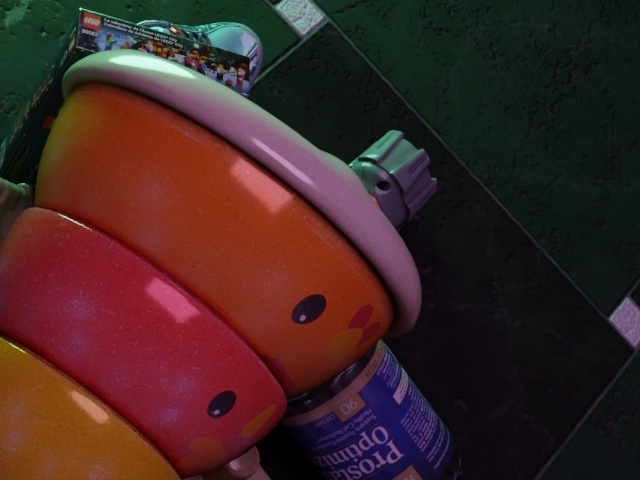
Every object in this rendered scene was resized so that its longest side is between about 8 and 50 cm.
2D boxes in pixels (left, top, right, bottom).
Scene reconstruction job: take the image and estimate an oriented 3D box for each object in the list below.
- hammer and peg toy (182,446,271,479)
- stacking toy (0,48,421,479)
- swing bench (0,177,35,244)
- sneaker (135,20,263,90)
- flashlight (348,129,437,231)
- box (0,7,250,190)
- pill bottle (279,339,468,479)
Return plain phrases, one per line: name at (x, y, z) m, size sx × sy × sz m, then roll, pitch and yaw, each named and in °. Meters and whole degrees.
hammer and peg toy at (-0.060, 0.361, 1.403) m, size 0.266 × 0.127 × 0.361 m, roll -39°, pitch 90°, yaw -37°
stacking toy at (-0.176, 0.123, 1.299) m, size 0.350 × 0.350 × 0.480 m, roll 38°, pitch 75°, yaw -8°
swing bench at (-0.346, -0.050, 1.337) m, size 0.165 × 0.253 × 0.255 m, roll -39°, pitch 87°, yaw -2°
sneaker at (-0.149, -0.160, 1.597) m, size 0.262 × 0.125 × 0.104 m, roll -25°, pitch 81°, yaw -34°
flashlight at (0.000, 0.000, 1.620) m, size 0.103 × 0.103 × 0.304 m, roll 44°, pitch 56°, yaw 0°
box at (-0.182, -0.108, 1.488) m, size 0.159 × 0.233 × 0.044 m, roll 15°, pitch 56°, yaw -22°
pill bottle at (0.053, 0.188, 1.525) m, size 0.219 × 0.123 × 0.123 m, roll 53°, pitch 52°, yaw -19°
